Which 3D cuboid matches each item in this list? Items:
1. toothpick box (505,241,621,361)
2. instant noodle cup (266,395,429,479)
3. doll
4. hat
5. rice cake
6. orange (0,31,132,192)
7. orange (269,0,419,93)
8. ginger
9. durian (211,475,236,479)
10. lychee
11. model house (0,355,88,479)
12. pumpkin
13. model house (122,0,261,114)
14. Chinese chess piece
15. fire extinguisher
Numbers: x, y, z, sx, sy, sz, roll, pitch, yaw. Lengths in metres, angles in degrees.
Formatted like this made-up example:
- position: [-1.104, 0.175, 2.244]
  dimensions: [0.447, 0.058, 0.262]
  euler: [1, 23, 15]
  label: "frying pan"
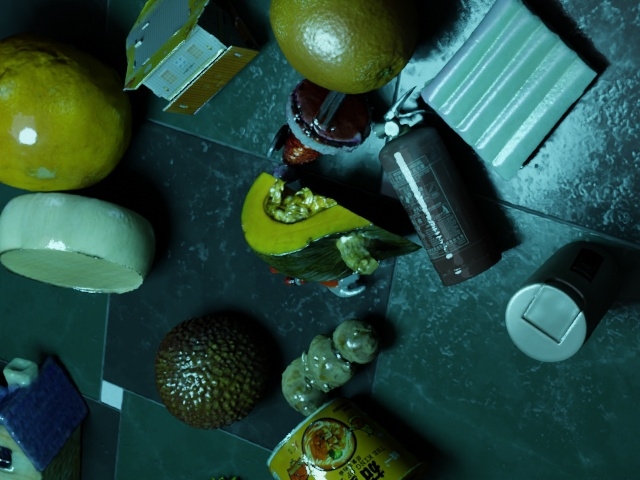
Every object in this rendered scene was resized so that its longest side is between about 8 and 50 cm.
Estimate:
- position: [0.324, 0.079, 1.719]
  dimensions: [0.111, 0.180, 0.111]
  euler: [10, 112, 25]
  label: "toothpick box"
- position: [0.034, 0.352, 1.974]
  dimensions: [0.172, 0.215, 0.216]
  euler: [46, 123, 17]
  label: "instant noodle cup"
- position: [0.008, 0.030, 1.946]
  dimensions: [0.194, 0.062, 0.104]
  euler: [0, 77, 35]
  label: "doll"
- position: [-0.016, -0.154, 1.872]
  dimensions: [0.128, 0.140, 0.227]
  euler: [17, 147, -19]
  label: "hat"
- position: [0.248, -0.204, 1.718]
  dimensions: [0.189, 0.037, 0.198]
  euler: [44, 117, -5]
  label: "rice cake"
- position: [-0.415, -0.188, 1.976]
  dimensions: [0.261, 0.261, 0.261]
  euler: [10, 113, 25]
  label: "orange"
- position: [0.035, -0.294, 1.730]
  dimensions: [0.206, 0.206, 0.206]
  euler: [10, 113, 25]
  label: "orange"
- position: [0.018, 0.189, 1.981]
  dimensions: [0.080, 0.104, 0.204]
  euler: [22, 128, -32]
  label: "ginger"
- position: [-0.186, 0.514, 2.172]
  dimensions: [0.237, 0.176, 0.200]
  euler: [-23, 116, 22]
  label: "durian"
- position: [-0.177, 0.208, 2.044]
  dimensions: [0.194, 0.194, 0.194]
  euler: [10, 113, 25]
  label: "lychee"
- position: [-0.582, 0.331, 2.267]
  dimensions: [0.312, 0.245, 0.280]
  euler: [16, 119, 12]
  label: "model house"
- position: [0.002, 0.004, 1.843]
  dimensions: [0.248, 0.131, 0.126]
  euler: [22, 80, 38]
  label: "pumpkin"
- position: [-0.170, -0.293, 1.898]
  dimensions: [0.219, 0.207, 0.136]
  euler: [-39, 124, 24]
  label: "model house"
- position: [-0.384, 0.006, 2.040]
  dimensions: [0.249, 0.250, 0.103]
  euler: [-2, 72, 29]
  label: "Chinese chess piece"
- position: [0.157, -0.077, 1.802]
  dimensions: [0.104, 0.105, 0.269]
  euler: [-24, 96, 33]
  label: "fire extinguisher"
